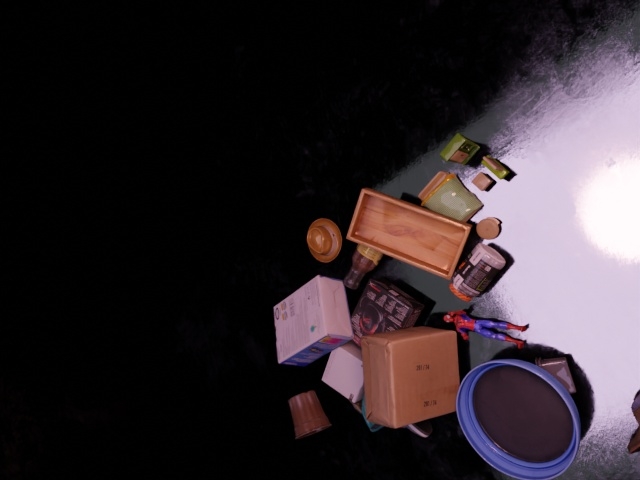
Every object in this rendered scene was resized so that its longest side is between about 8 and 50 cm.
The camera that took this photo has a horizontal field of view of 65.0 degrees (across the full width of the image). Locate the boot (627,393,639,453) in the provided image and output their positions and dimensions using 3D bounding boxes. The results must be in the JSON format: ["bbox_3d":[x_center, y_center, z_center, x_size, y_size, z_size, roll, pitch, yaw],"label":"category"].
[{"bbox_3d":[0.967,0.531,1.495,0.219,0.082,0.106,-62,37,25],"label":"boot"}]

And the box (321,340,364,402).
[{"bbox_3d":[0.130,0.531,2.061,0.182,0.119,0.180,27,106,32],"label":"box"}]

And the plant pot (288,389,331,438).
[{"bbox_3d":[-0.056,0.752,2.184,0.167,0.167,0.165,-36,63,31],"label":"plant pot"}]

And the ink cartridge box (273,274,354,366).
[{"bbox_3d":[-0.059,0.353,2.100,0.396,0.151,0.269,-37,48,37],"label":"ink cartridge box"}]

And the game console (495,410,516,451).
[{"bbox_3d":[0.669,0.643,1.685,0.144,0.085,0.124,-13,58,36],"label":"game console"}]

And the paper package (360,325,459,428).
[{"bbox_3d":[0.319,0.473,1.778,0.168,0.325,0.309,-4,89,57],"label":"paper package"}]

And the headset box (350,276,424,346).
[{"bbox_3d":[0.239,0.325,1.981,0.218,0.110,0.293,34,110,31],"label":"headset box"}]

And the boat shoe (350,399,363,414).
[{"bbox_3d":[0.156,0.678,2.085,0.152,0.056,0.049,46,148,32],"label":"boat shoe"}]

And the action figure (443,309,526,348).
[{"bbox_3d":[0.548,0.305,1.746,0.281,0.139,0.091,10,96,38],"label":"action figure"}]

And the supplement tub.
[{"bbox_3d":[0.542,0.113,1.753,0.117,0.117,0.190,45,114,27],"label":"supplement tub"}]

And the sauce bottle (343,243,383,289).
[{"bbox_3d":[0.198,0.040,2.009,0.111,0.111,0.344,42,115,28],"label":"sauce bottle"}]

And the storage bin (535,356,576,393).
[{"bbox_3d":[0.761,0.441,1.621,0.091,0.098,0.135,-19,79,24],"label":"storage bin"}]

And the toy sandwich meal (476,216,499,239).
[{"bbox_3d":[0.591,-0.044,1.770,0.086,0.029,0.085,9,107,32],"label":"toy sandwich meal"}]

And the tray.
[{"bbox_3d":[0.319,-0.031,1.842,0.411,0.076,0.202,23,108,19],"label":"tray"}]

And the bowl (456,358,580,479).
[{"bbox_3d":[0.636,0.571,1.629,0.392,0.077,0.390,9,103,41],"label":"bowl"}]

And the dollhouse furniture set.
[{"bbox_3d":[0.477,-0.191,1.772,0.197,0.151,0.301,51,118,24],"label":"dollhouse furniture set"}]

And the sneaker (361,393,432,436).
[{"bbox_3d":[0.274,0.693,1.958,0.296,0.124,0.178,38,117,24],"label":"sneaker"}]

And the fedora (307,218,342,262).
[{"bbox_3d":[0.000,0.000,2.169,0.195,0.079,0.194,1,92,36],"label":"fedora"}]
